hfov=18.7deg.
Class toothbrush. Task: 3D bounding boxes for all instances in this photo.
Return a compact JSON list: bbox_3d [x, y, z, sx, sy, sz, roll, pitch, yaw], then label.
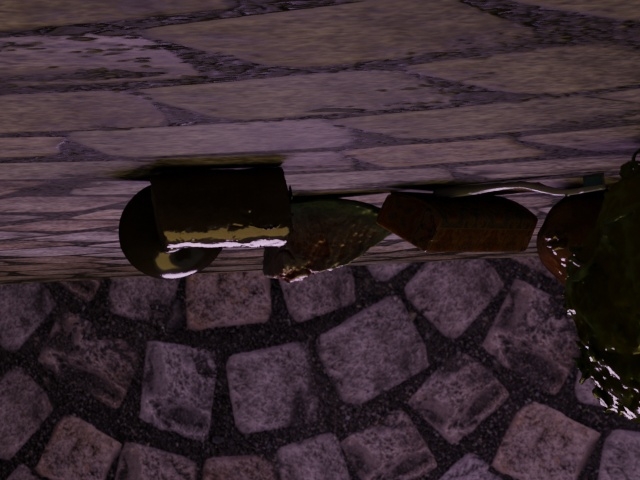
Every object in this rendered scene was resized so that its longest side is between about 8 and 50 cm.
[{"bbox_3d":[0.208,-0.054,2.051,0.204,0.022,0.017,-4,174,34],"label":"toothbrush"}]

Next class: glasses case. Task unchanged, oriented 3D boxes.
[{"bbox_3d":[0.156,-0.023,2.166,0.075,0.049,0.218,32,-163,31],"label":"glasses case"}]

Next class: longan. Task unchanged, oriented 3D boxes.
[{"bbox_3d":[-0.142,-0.009,1.874,0.106,0.106,0.119,-2,-172,-10],"label":"longan"}]

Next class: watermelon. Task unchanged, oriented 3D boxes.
[{"bbox_3d":[0.001,-0.010,2.178,0.180,0.094,0.081,-22,164,29],"label":"watermelon"}]

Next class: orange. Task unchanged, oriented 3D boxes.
[{"bbox_3d":[0.360,0.061,1.716,0.300,0.301,0.223,34,-141,15],"label":"orange"}]

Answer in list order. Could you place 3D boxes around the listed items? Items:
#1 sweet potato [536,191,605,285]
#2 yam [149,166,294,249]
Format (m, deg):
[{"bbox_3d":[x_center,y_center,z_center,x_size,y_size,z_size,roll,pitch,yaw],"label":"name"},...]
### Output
[{"bbox_3d":[0.310,0.003,2.254,0.131,0.131,0.337,-4,175,30],"label":"sweet potato"},{"bbox_3d":[-0.091,-0.028,1.788,0.127,0.084,0.084,-5,177,-5],"label":"yam"}]
